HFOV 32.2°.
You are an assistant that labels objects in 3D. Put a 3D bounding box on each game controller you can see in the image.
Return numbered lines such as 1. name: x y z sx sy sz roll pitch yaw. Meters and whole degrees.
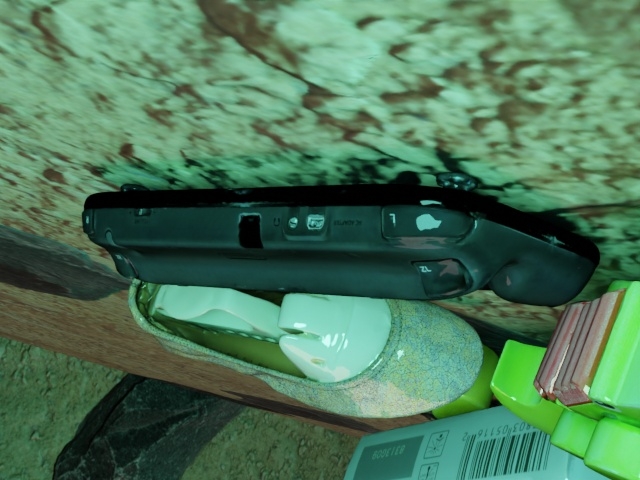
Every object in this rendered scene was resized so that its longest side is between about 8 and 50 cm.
1. game controller: 0.000 0.000 0.663 0.319 0.067 0.166 2 178 44

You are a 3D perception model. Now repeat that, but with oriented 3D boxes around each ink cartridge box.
1. ink cartridge box: 0.253 0.278 0.995 0.385 0.091 0.308 34 148 -19

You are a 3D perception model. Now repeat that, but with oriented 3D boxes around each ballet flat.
1. ballet flat: -0.029 0.071 0.885 0.316 0.107 0.106 4 158 31

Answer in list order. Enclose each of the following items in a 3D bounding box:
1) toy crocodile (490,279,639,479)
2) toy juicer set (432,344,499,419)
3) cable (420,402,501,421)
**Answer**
1. toy crocodile: 0.165 0.071 0.605 0.105 0.115 0.340 22 174 6
2. toy juicer set: 0.212 0.223 1.130 0.209 0.089 0.329 5 137 10
3. cable: 0.184 0.255 1.546 0.139 0.072 0.287 23 166 -18
